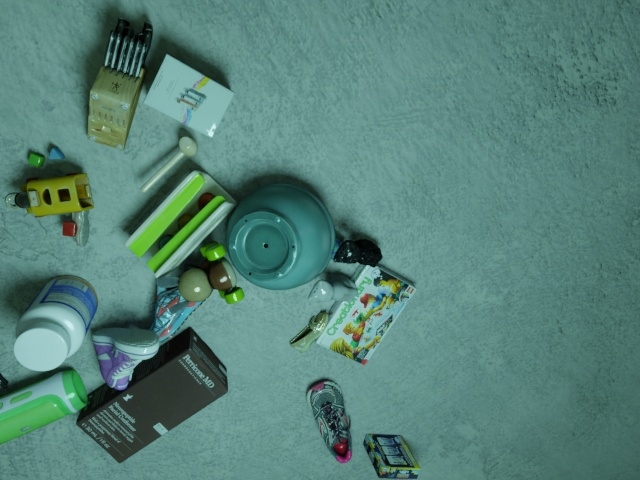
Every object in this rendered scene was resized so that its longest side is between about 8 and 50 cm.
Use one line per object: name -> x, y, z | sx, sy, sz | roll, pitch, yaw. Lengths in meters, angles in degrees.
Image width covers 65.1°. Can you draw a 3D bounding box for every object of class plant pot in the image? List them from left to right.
plant pot -> -0.121, 0.001, 1.293 | 0.293, 0.196, 0.293 | 2, 98, 11

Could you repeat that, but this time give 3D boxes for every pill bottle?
pill bottle -> -0.659, 0.206, 1.253 | 0.152, 0.272, 0.152 | -4, 110, -12

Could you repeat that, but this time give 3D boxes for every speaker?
speaker -> -0.809, 0.466, 1.370 | 0.297, 0.131, 0.131 | -22, 113, -15

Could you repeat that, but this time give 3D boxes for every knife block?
knife block -> -0.473, -0.386, 1.204 | 0.088, 0.242, 0.275 | 18, 149, -17

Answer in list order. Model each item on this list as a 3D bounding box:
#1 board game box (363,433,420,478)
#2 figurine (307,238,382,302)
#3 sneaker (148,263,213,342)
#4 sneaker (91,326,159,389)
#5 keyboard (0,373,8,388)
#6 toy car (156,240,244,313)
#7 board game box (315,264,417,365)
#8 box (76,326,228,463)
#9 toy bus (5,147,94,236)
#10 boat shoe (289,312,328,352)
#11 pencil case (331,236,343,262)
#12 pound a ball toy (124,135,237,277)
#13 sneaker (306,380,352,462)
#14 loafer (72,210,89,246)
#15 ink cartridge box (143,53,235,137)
board game box -> 0.239, 0.734, 1.707 | 0.141, 0.170, 0.048 | 10, 104, -16
figurine -> 0.061, 0.090, 1.408 | 0.092, 0.209, 0.215 | 37, 101, 22
sneaker -> -0.420, 0.172, 1.403 | 0.125, 0.104, 0.262 | 44, 85, -17
sneaker -> -0.508, 0.322, 1.336 | 0.102, 0.282, 0.161 | -10, 94, -44
keyboard -> -0.970, 0.371, 1.369 | 0.202, 0.033, 0.317 | -18, 113, -6
toy car -> -0.320, 0.111, 1.307 | 0.188, 0.149, 0.155 | -25, 104, -19
board game box -> 0.138, 0.225, 1.568 | 0.193, 0.053, 0.305 | 28, 100, -20
box -> -0.478, 0.448, 1.456 | 0.381, 0.143, 0.191 | -35, 113, -2
toy bus -> -0.662, -0.106, 1.212 | 0.191, 0.104, 0.202 | 36, 97, -8
boat shoe -> -0.033, 0.279, 1.547 | 0.048, 0.056, 0.153 | 33, 107, -22
pencil case -> 0.000, 0.000, 1.451 | 0.152, 0.070, 0.064 | 34, 55, -21
pound a ball toy -> -0.370, -0.087, 1.316 | 0.208, 0.136, 0.319 | 44, 95, 3
sneaker -> 0.045, 0.590, 1.643 | 0.121, 0.112, 0.299 | -23, 112, -5
loafer -> -0.627, -0.046, 1.302 | 0.039, 0.045, 0.125 | 7, 101, 2
ink cartridge box -> -0.316, -0.350, 1.218 | 0.176, 0.128, 0.127 | 27, 101, -21
